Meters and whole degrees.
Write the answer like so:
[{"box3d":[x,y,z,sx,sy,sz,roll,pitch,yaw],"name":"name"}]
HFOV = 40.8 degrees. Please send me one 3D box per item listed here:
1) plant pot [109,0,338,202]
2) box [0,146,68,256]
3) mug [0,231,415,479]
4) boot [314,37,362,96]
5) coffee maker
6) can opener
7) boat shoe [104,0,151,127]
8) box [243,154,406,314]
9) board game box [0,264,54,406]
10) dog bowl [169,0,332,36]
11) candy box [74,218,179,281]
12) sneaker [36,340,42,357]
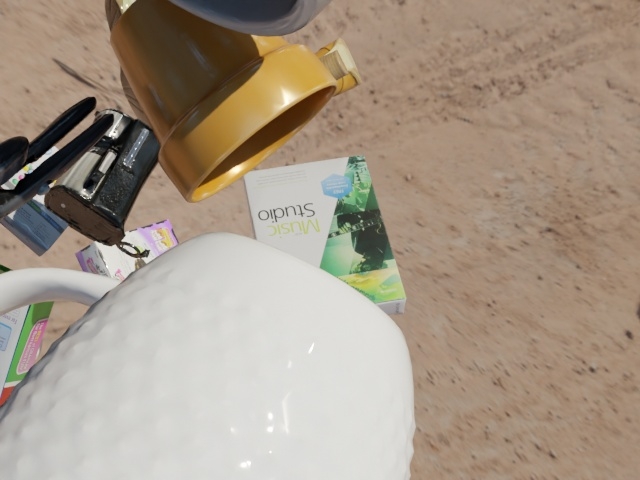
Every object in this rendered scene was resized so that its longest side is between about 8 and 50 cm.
[{"box3d":[-0.118,-0.175,0.922,0.205,0.205,0.188,-38,89,0],"name":"plant pot"},{"box3d":[-0.511,-0.083,1.576,0.038,0.186,0.145,-29,113,40],"name":"box"},{"box3d":[-0.130,0.155,0.570,0.374,0.276,0.328,24,71,16],"name":"mug"},{"box3d":[-0.036,-0.317,1.739,0.211,0.295,0.104,-24,97,15],"name":"boot"},{"box3d":[-0.316,-0.090,1.342,0.171,0.120,0.178,53,47,-38],"name":"coffee maker"},{"box3d":[-0.267,-0.081,0.838,0.059,0.073,0.186,54,46,-10],"name":"can opener"},{"box3d":[-0.331,-0.340,1.649,0.089,0.105,0.285,-28,131,-28],"name":"boat shoe"},{"box3d":[0.000,0.000,1.523,0.232,0.058,0.321,-10,58,-7],"name":"box"},{"box3d":[-0.513,0.166,1.145,0.242,0.064,0.316,24,102,8],"name":"board game box"},{"box3d":[-0.108,-0.293,0.657,0.349,0.349,0.102,34,78,-3],"name":"dog bowl"},{"box3d":[-0.342,0.064,1.630,0.070,0.196,0.164,-25,88,36],"name":"candy box"},{"box3d":[-0.736,0.196,1.763,0.350,0.148,0.131,7,82,-2],"name":"sneaker"}]
